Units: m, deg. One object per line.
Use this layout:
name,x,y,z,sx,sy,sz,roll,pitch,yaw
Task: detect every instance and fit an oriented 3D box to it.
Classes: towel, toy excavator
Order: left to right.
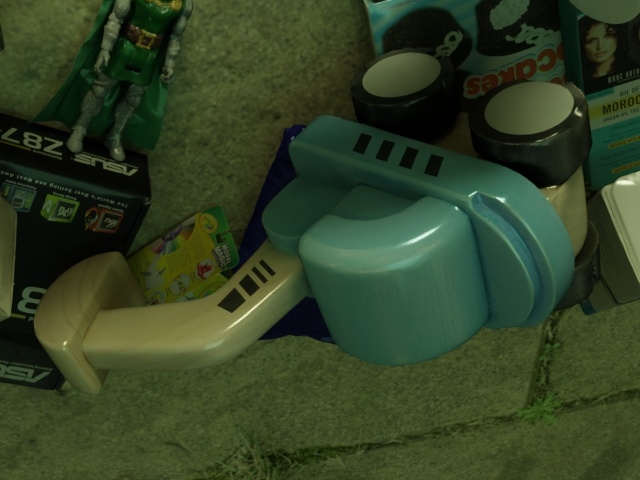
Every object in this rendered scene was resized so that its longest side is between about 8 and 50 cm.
toy excavator,-0.003,0.020,0.877,0.445,0.433,0.222,-45,138,-28
towel,0.000,0.000,1.109,0.228,0.076,0.308,6,128,-30

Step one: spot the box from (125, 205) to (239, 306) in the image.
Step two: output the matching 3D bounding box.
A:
box,-0.173,0.042,1.064,0.179,0.105,0.043,-33,140,12

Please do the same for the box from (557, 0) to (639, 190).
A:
box,0.317,-0.169,0.951,0.101,0.060,0.244,-18,135,5

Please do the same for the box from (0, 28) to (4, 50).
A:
box,-0.413,-0.193,0.742,0.275,0.094,0.113,-11,97,-17

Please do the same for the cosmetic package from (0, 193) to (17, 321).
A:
cosmetic package,-0.445,0.049,0.825,0.309,0.160,0.113,-23,132,6

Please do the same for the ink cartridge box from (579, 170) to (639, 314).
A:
ink cartridge box,0.428,-0.013,1.078,0.223,0.129,0.307,-19,170,2

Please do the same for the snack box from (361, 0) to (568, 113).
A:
snack box,0.216,-0.223,0.964,0.322,0.060,0.187,-15,133,2

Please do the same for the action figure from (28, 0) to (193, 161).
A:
action figure,-0.185,-0.184,0.888,0.137,0.063,0.232,6,130,-35

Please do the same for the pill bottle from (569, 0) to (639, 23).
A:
pill bottle,0.306,-0.298,0.811,0.208,0.118,0.117,-49,134,-15

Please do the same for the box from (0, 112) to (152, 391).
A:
box,-0.421,-0.003,0.956,0.395,0.097,0.318,16,126,-27
